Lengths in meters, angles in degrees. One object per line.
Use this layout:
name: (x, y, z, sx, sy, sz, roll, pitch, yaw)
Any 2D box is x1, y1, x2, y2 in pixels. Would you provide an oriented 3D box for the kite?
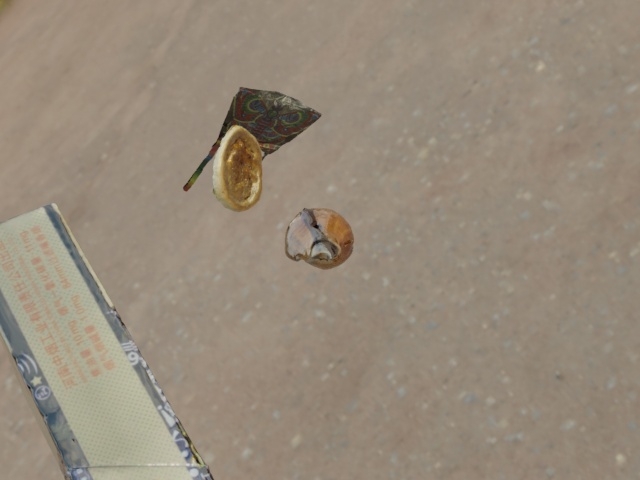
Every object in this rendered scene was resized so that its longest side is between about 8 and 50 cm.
kite: (-0.129, -0.159, 1.904, 0.285, 0.152, 0.015, -46, 38, 40)

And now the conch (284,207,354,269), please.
conch: (-0.002, -0.005, 1.455, 0.086, 0.080, 0.233, 1, -5, 10)

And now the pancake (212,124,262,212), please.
pancake: (-0.126, -0.111, 1.768, 0.022, 0.139, 0.139, 0, 44, 30)

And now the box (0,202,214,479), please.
box: (-0.162, 0.146, 0.857, 0.084, 0.198, 0.310, -25, 57, -18)
